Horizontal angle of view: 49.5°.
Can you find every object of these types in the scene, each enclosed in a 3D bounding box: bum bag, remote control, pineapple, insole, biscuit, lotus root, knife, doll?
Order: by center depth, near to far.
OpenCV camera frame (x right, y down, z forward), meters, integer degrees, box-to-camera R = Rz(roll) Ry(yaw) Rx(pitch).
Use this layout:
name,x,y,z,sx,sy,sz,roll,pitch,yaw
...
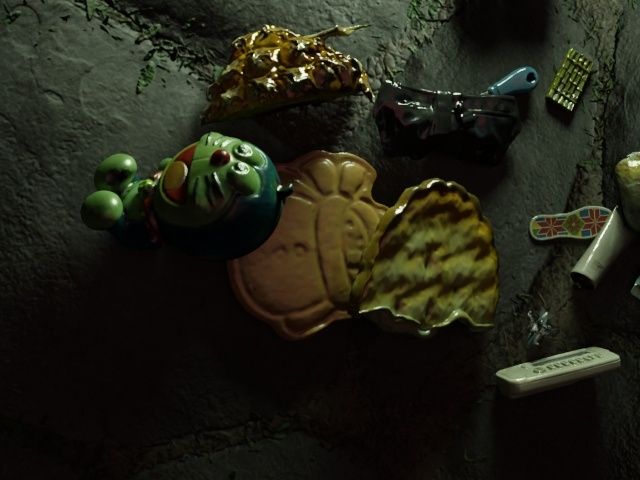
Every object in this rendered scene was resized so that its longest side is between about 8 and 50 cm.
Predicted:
name,x,y,z,sx,sy,sz,roll,pitch,yaw
doll,-0.195,-0.063,1.096,0.322,0.186,0.198,-3,52,20
pineapple,-0.044,-0.299,1.167,0.335,0.161,0.158,-7,90,-12
biscuit,0.000,0.000,1.228,0.352,0.057,0.311,-20,96,-13
biscuit,0.203,0.069,1.240,0.329,0.078,0.335,-49,117,-17
bum bag,0.235,-0.210,1.274,0.310,0.074,0.136,2,103,-17
remote control,0.451,0.252,1.323,0.230,0.090,0.049,-11,94,-13
knife,0.311,-0.261,1.325,0.244,0.032,0.058,-30,108,-8
lotus root,0.641,-0.079,1.369,0.113,0.088,0.191,-23,97,-42
insole,0.502,-0.032,1.380,0.194,0.006,0.065,-6,91,-15

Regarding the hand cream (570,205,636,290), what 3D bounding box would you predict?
name,x,y,z,sx,sy,sz,roll,pitch,yaw
hand cream,0.559,0.026,1.374,0.186,0.054,0.087,-48,113,-16

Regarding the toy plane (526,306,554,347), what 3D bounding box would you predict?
name,x,y,z,sx,sy,sz,roll,pitch,yaw
toy plane,0.424,0.172,1.347,0.079,0.031,0.083,32,79,-25

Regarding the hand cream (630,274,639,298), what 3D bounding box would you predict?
name,x,y,z,sx,sy,sz,roll,pitch,yaw
hand cream,0.736,-0.020,1.412,0.085,0.058,0.331,29,83,-14

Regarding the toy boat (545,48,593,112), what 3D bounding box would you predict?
name,x,y,z,sx,sy,sz,roll,pitch,yaw
toy boat,0.494,-0.316,1.374,0.063,0.016,0.115,28,83,-12
